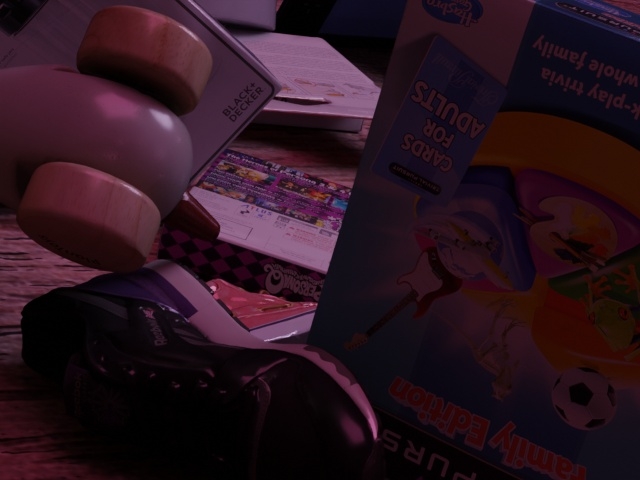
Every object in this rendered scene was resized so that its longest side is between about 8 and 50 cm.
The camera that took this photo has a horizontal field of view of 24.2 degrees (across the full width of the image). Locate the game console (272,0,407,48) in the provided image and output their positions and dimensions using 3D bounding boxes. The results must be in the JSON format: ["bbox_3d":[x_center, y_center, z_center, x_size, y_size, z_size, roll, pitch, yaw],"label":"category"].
[{"bbox_3d":[0.131,-0.293,1.848,0.293,0.250,0.173,-3,49,-40],"label":"game console"}]

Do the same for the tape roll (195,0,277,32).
[{"bbox_3d":[-0.157,-0.275,1.661,0.219,0.072,0.219,3,2,0],"label":"tape roll"}]

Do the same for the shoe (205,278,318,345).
[{"bbox_3d":[-0.029,0.059,1.063,0.178,0.063,0.081,-11,39,-41],"label":"shoe"}]

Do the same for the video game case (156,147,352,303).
[{"bbox_3d":[0.000,0.000,1.255,0.232,0.042,0.210,18,22,3],"label":"video game case"}]

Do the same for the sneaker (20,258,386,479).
[{"bbox_3d":[-0.084,0.102,0.894,0.124,0.107,0.283,-8,23,-37],"label":"sneaker"}]

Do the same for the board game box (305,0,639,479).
[{"bbox_3d":[0.134,0.034,0.871,0.253,0.336,0.079,24,23,20],"label":"board game box"}]

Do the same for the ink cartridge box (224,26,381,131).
[{"bbox_3d":[-0.074,-0.153,1.538,0.296,0.066,0.261,2,26,-31],"label":"ink cartridge box"}]

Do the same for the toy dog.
[{"bbox_3d":[-0.194,-0.054,0.993,0.333,0.220,0.161,27,-16,39],"label":"toy dog"}]

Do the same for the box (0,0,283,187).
[{"bbox_3d":[-0.190,-0.164,1.186,0.290,0.169,0.087,39,8,-33],"label":"box"}]
